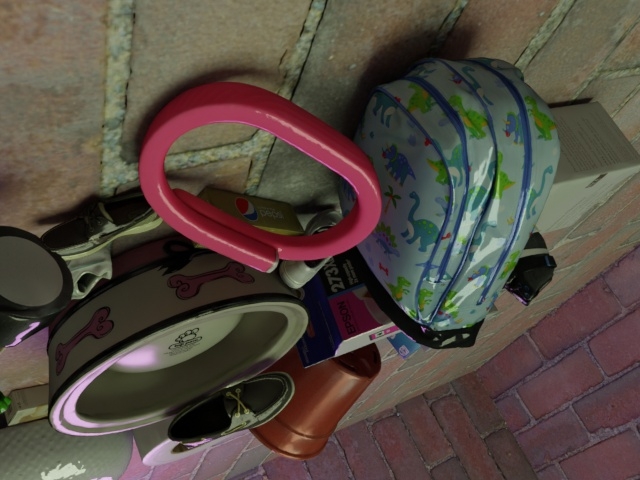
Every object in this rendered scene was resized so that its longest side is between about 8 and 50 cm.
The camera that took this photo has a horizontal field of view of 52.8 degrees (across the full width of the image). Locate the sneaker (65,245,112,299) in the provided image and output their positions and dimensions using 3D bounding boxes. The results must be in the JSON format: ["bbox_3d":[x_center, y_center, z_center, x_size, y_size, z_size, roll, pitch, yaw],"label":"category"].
[{"bbox_3d":[-0.330,0.051,0.813,0.152,0.061,0.053,-30,159,8],"label":"sneaker"}]

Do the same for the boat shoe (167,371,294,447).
[{"bbox_3d":[-0.152,0.291,1.102,0.227,0.081,0.069,-28,161,6],"label":"boat shoe"}]

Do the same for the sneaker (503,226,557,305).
[{"bbox_3d":[0.294,0.068,1.086,0.216,0.121,0.079,-26,159,2],"label":"sneaker"}]

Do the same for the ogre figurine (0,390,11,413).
[{"bbox_3d":[-0.518,0.196,0.830,0.196,0.118,0.097,-17,159,-21],"label":"ogre figurine"}]

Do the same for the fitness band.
[{"bbox_3d":[-0.065,-0.061,0.742,0.290,0.054,0.209,27,129,-29],"label":"fitness band"}]

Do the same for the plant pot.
[{"bbox_3d":[-0.016,0.313,1.486,0.272,0.272,0.265,3,134,-50],"label":"plant pot"}]

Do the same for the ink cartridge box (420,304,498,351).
[{"bbox_3d":[0.245,0.115,1.320,0.127,0.176,0.128,-6,148,-43],"label":"ink cartridge box"}]

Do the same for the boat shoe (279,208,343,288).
[{"bbox_3d":[0.000,0.000,0.990,0.063,0.066,0.184,-36,-175,41],"label":"boat shoe"}]

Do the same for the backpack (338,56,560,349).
[{"bbox_3d":[0.157,-0.067,0.853,0.273,0.290,0.356,3,136,-34],"label":"backpack"}]

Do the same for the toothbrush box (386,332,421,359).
[{"bbox_3d":[0.300,0.128,1.542,0.216,0.126,0.295,-24,160,-47],"label":"toothbrush box"}]

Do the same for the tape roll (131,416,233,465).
[{"bbox_3d":[-0.271,0.325,1.312,0.246,0.169,0.246,-23,156,-11],"label":"tape roll"}]

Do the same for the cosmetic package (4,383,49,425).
[{"bbox_3d":[-0.492,0.286,1.143,0.115,0.041,0.060,-3,146,-45],"label":"cosmetic package"}]

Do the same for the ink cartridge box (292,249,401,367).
[{"bbox_3d":[0.110,0.087,1.195,0.370,0.176,0.069,-22,149,1],"label":"ink cartridge box"}]

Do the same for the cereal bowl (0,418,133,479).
[{"bbox_3d":[-0.531,0.456,1.255,0.338,0.141,0.339,-15,156,-7],"label":"cereal bowl"}]

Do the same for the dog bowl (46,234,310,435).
[{"bbox_3d":[-0.229,0.142,1.002,0.407,0.150,0.408,-23,156,-11],"label":"dog bowl"}]

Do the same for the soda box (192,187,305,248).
[{"bbox_3d":[-0.104,-0.023,0.913,0.061,0.058,0.181,-41,154,26],"label":"soda box"}]

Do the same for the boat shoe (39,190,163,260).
[{"bbox_3d":[-0.256,-0.025,0.755,0.152,0.056,0.049,-27,154,-29],"label":"boat shoe"}]

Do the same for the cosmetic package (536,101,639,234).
[{"bbox_3d":[0.340,-0.103,1.120,0.384,0.156,0.217,-16,156,-30],"label":"cosmetic package"}]

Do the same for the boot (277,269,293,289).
[{"bbox_3d":[-0.063,0.072,1.124,0.114,0.037,0.106,-50,-167,43],"label":"boot"}]

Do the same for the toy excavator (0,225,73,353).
[{"bbox_3d":[-0.492,0.054,0.472,0.222,0.445,0.433,-42,-165,27],"label":"toy excavator"}]
